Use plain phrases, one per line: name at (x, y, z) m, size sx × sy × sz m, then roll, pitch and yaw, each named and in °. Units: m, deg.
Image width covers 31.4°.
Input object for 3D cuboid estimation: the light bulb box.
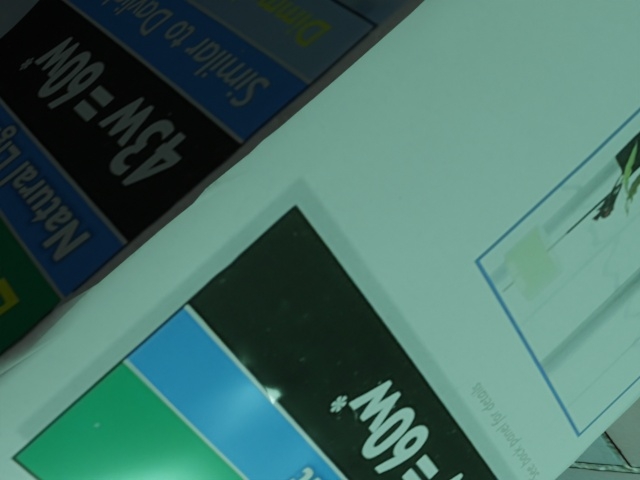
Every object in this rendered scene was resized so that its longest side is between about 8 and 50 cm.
light bulb box at (-0.043, -0.042, 0.505) m, size 0.358 × 0.361 × 0.225 m, roll 39°, pitch 168°, yaw 50°
